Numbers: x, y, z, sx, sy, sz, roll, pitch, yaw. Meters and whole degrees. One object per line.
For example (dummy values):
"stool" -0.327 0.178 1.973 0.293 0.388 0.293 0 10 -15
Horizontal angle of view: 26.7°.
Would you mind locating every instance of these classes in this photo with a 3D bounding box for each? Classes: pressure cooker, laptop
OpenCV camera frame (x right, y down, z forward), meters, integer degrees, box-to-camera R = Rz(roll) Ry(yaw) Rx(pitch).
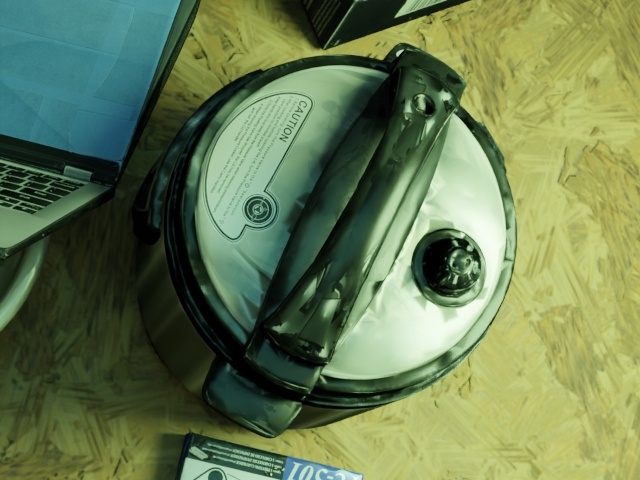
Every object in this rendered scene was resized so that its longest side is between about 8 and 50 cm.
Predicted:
"pressure cooker" 0.006 0.002 1.415 0.376 0.420 0.369 -12 82 -17
"laptop" -0.379 -0.182 1.304 0.382 0.408 0.236 14 107 9

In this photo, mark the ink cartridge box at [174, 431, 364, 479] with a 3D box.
"ink cartridge box" -0.062 0.289 1.528 0.207 0.046 0.097 15 75 -11

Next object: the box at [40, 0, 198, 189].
"box" -0.221 -0.202 1.525 0.103 0.184 0.261 25 72 -9

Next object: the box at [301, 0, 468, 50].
"box" 0.094 -0.434 1.662 0.296 0.183 0.294 -20 84 -17

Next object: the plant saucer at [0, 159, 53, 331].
"plant saucer" -0.476 -0.022 1.433 0.400 0.100 0.400 0 74 0
